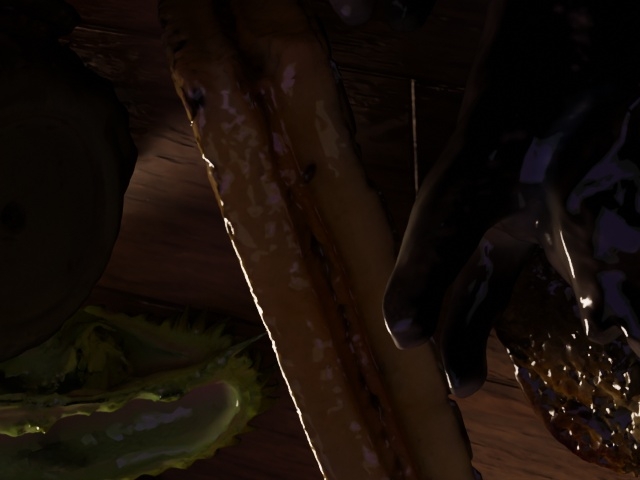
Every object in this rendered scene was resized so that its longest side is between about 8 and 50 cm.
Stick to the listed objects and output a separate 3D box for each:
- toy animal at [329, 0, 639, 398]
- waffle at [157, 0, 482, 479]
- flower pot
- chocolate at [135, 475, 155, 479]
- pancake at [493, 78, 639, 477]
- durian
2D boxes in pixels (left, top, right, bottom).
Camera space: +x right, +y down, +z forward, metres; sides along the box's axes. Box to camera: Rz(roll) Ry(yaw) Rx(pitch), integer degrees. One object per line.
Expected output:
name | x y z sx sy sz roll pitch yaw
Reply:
toy animal | 0.174 -0.094 1.174 0.303 0.194 0.344 -17 69 19
waffle | 0.001 0.000 1.353 0.114 0.261 0.376 -20 114 -1
flower pot | -0.289 -0.055 1.489 0.213 0.302 0.302 16 127 36
chocolate | -0.253 0.191 1.739 0.321 0.112 0.112 51 140 -8
pancake | 0.249 0.030 1.357 0.356 0.065 0.356 18 126 27
durian | -0.205 0.136 1.587 0.355 0.169 0.157 -8 94 -2
